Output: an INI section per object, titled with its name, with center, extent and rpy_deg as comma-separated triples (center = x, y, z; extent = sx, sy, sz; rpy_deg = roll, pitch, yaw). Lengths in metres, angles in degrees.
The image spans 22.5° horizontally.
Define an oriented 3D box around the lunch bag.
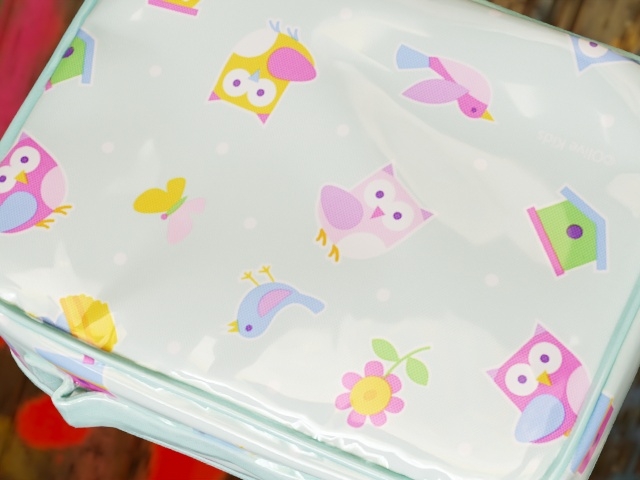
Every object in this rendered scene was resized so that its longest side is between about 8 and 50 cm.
[lunch bag]
center = 0.000, 0.000, 0.667
extent = 0.279, 0.224, 0.108
rpy_deg = 21, 163, 16
